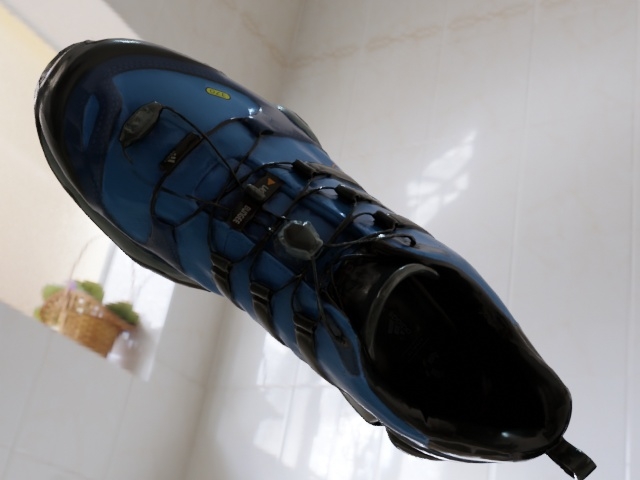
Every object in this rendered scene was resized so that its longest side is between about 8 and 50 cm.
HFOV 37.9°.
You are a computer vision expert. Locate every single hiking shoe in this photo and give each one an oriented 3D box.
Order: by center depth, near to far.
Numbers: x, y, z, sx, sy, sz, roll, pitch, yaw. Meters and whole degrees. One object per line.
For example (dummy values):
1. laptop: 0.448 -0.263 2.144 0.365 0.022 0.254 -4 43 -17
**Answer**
1. hiking shoe: 0.000 0.000 0.450 0.304 0.113 0.132 37 -14 -12
